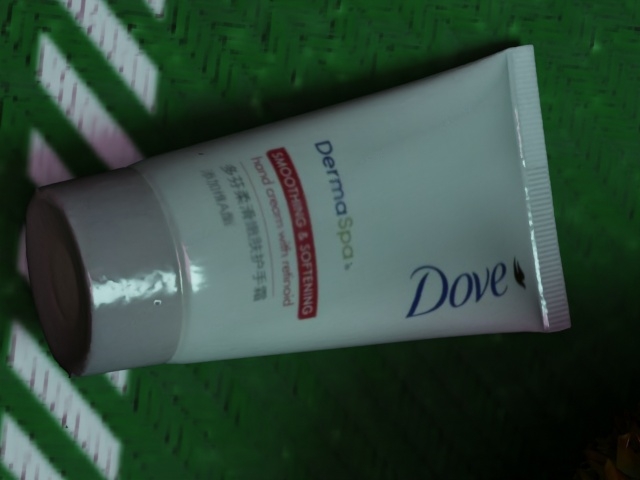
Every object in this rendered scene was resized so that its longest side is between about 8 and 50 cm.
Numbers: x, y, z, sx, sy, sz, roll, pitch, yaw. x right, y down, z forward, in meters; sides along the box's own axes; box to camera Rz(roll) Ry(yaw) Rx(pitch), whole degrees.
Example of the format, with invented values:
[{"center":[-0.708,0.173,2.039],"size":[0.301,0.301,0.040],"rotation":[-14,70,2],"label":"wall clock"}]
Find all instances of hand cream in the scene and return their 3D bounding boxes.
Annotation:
[{"center":[0.000,0.000,0.862],"size":[0.248,0.083,0.133],"rotation":[-13,99,-24],"label":"hand cream"}]

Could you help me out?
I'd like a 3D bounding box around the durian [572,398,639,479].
[{"center":[0.220,0.213,0.819],"size":[0.348,0.347,0.384],"rotation":[-55,136,-6],"label":"durian"}]
